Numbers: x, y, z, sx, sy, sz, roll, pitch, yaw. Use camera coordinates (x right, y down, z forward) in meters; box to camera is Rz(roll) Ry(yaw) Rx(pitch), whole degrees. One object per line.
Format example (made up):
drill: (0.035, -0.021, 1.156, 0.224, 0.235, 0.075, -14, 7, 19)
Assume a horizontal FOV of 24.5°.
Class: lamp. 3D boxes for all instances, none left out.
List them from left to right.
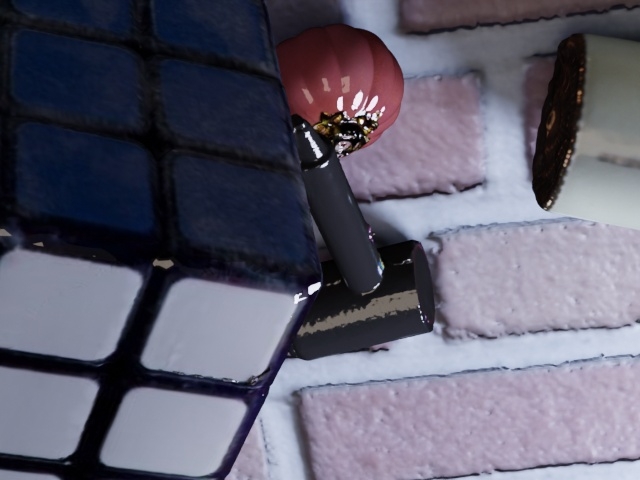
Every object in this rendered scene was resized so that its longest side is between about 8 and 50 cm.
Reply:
lamp: (0.005, -0.101, 1.016, 0.108, 0.092, 0.107, -11, 149, -6)

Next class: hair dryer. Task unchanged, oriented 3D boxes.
hair dryer: (0.002, 0.000, 1.031, 0.114, 0.070, 0.248, -14, 145, 10)
hair dryer: (0.276, -0.173, 0.963, 0.203, 0.128, 0.362, 11, 109, -2)

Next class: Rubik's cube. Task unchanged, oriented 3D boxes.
Rubik's cube: (-0.226, -0.003, 0.877, 0.337, 0.344, 0.343, 10, 128, -19)
